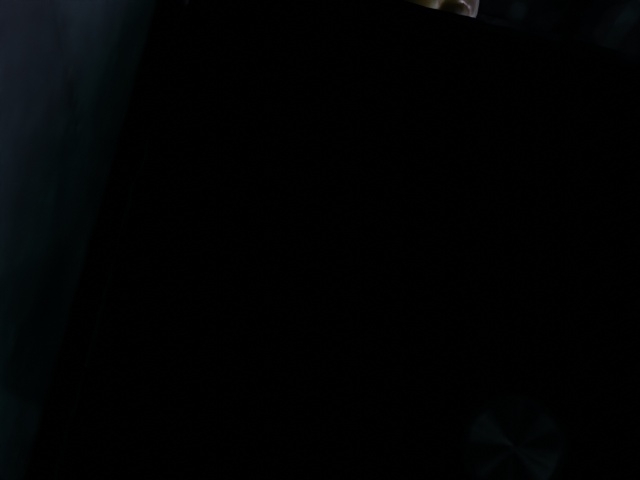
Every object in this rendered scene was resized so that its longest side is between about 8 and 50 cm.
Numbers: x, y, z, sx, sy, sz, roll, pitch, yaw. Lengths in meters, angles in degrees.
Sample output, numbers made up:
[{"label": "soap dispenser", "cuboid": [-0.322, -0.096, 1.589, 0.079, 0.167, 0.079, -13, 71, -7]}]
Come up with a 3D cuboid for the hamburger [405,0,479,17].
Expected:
[{"label": "hamburger", "cuboid": [0.038, -0.217, 0.783, 0.261, 0.186, 0.302, 109, -7, -64]}]

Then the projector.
[{"label": "projector", "cuboid": [0.076, 0.099, 0.529, 0.242, 0.405, 0.395, 152, -48, -87]}]
